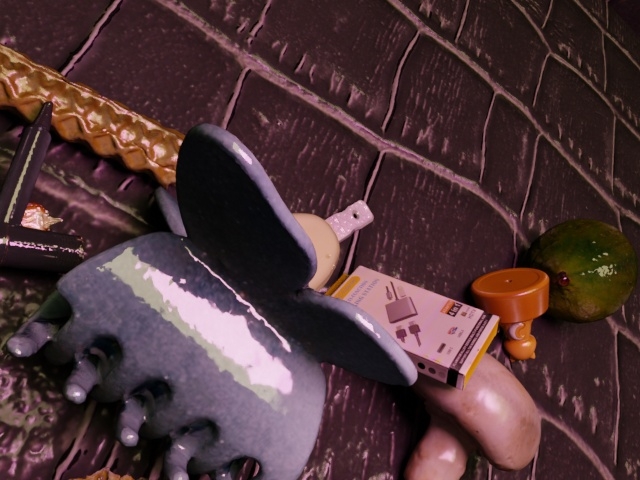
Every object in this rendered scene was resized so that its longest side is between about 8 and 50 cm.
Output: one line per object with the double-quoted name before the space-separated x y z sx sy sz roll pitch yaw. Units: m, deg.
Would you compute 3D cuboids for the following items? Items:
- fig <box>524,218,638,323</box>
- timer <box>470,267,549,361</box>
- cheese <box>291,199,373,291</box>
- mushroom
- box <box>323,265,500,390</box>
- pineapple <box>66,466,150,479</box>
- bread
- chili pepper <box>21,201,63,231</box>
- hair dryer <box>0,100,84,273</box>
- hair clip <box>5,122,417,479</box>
"fig" 0.456 0.047 1.156 0.235 0.203 0.203 16 57 -51
"timer" 0.339 0.140 1.104 0.132 0.132 0.152 -26 108 -43
"cheese" 0.000 0.000 0.941 0.255 0.050 0.127 -29 86 -43
"mushroom" 0.203 0.251 0.900 0.206 0.209 0.206 26 21 -11
"box" 0.107 0.108 0.872 0.247 0.033 0.129 19 41 26
"pineapple" -0.218 0.283 0.539 0.221 0.221 0.047 -43 135 -43
"bread" -0.317 -0.165 0.766 0.367 0.077 0.084 24 55 -25
"chili pepper" -0.368 -0.014 0.677 0.178 0.027 0.045 -9 87 -41
"hair dryer" -0.337 -0.068 0.669 0.173 0.050 0.194 11 70 -40
"hair clip" -0.115 0.106 0.655 0.318 0.392 0.238 45 73 -12
